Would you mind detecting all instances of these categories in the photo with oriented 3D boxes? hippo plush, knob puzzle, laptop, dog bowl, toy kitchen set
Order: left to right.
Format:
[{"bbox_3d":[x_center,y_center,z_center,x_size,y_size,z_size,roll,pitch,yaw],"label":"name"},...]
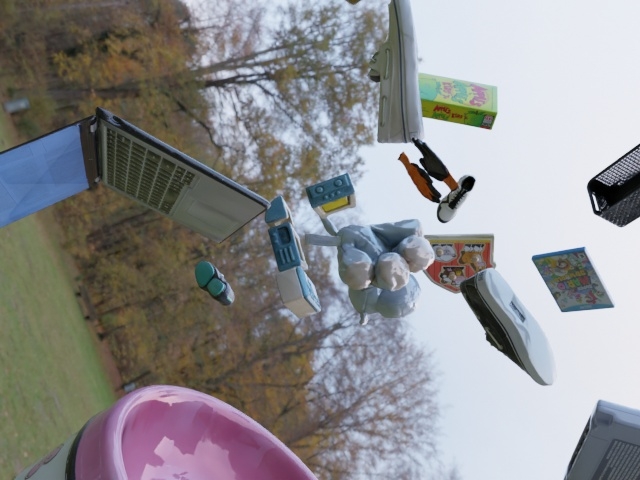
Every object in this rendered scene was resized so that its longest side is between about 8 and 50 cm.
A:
[{"bbox_3d":[-0.349,-0.023,0.903,0.407,0.236,0.382,28,-16,-14],"label":"laptop"},{"bbox_3d":[-0.119,0.322,0.609,0.408,0.150,0.408,39,4,-4],"label":"dog bowl"},{"bbox_3d":[0.000,0.000,0.976,0.122,0.166,0.207,60,12,-69],"label":"toy kitchen set"},{"bbox_3d":[0.116,0.095,1.323,0.294,0.234,0.237,3,-56,19],"label":"hippo plush"},{"bbox_3d":[0.347,0.068,1.460,0.030,0.213,0.213,-78,169,-50],"label":"knob puzzle"}]

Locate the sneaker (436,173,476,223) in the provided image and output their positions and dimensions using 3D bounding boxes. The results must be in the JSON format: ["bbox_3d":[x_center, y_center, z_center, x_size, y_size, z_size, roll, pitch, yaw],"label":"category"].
[{"bbox_3d":[0.255,-0.081,1.085,0.040,0.109,0.044,32,1,3],"label":"sneaker"}]

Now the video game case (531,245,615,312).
[{"bbox_3d":[0.551,0.089,1.260,0.119,0.015,0.166,-15,-61,45],"label":"video game case"}]

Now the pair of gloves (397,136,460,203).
[{"bbox_3d":[0.118,-0.076,0.647,0.074,0.010,0.083,53,-14,4],"label":"pair of gloves"}]

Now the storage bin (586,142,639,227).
[{"bbox_3d":[0.744,-0.130,1.377,0.180,0.084,0.122,-48,-153,46],"label":"storage bin"}]

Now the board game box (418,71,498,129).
[{"bbox_3d":[0.252,-0.277,1.134,0.043,0.181,0.092,97,6,-48],"label":"board game box"}]

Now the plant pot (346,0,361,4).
[{"bbox_3d":[0.042,-0.403,0.862,0.081,0.081,0.083,33,0,-11],"label":"plant pot"}]

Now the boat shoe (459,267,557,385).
[{"bbox_3d":[0.316,0.150,0.972,0.070,0.077,0.219,-34,-93,46],"label":"boat shoe"}]

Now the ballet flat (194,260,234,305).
[{"bbox_3d":[-0.287,0.122,1.584,0.203,0.074,0.074,35,-40,54],"label":"ballet flat"}]

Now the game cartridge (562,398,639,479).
[{"bbox_3d":[0.568,0.404,1.041,0.196,0.060,0.294,16,-43,22],"label":"game cartridge"}]

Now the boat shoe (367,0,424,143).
[{"bbox_3d":[0.104,-0.251,0.840,0.083,0.075,0.226,31,55,-73],"label":"boat shoe"}]
